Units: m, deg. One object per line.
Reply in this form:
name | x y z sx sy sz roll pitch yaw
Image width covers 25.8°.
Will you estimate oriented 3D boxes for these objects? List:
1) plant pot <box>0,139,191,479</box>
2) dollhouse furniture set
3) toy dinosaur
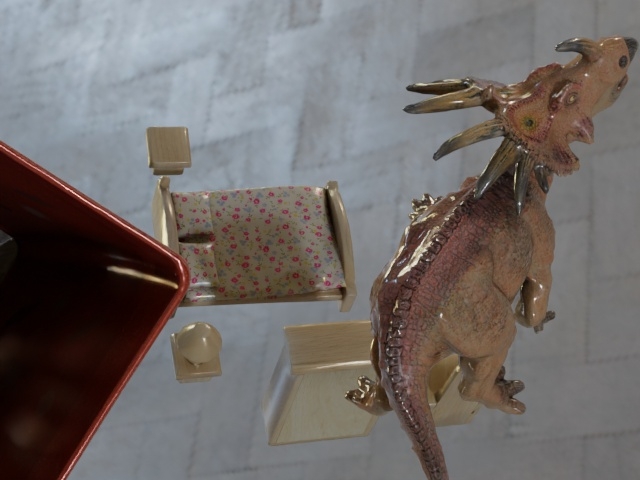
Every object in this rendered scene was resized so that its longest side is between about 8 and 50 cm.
plant pot | -0.288 0.046 0.898 0.267 0.267 0.235 -58 23 -6
dollhouse furniture set | 0.000 0.000 1.380 0.303 0.174 0.356 -3 60 -15
toy dinosaur | 0.088 0.009 0.870 0.127 0.200 0.296 18 63 13
